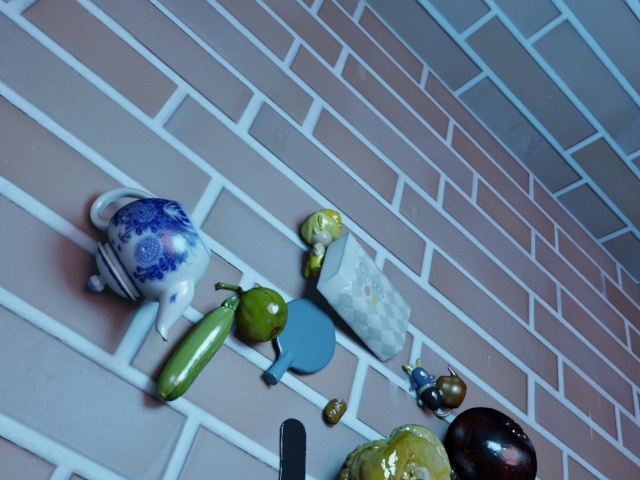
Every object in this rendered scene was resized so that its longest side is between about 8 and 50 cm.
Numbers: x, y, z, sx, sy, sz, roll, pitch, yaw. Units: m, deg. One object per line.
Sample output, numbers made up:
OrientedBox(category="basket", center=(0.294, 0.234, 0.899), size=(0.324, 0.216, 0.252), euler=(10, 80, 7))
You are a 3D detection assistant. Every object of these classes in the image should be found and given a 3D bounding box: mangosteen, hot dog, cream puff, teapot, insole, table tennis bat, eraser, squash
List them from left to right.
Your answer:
OrientedBox(category="teapot", center=(-0.412, 0.038, 1.391), size=(0.280, 0.252, 0.424), euler=(-30, 65, -14))
OrientedBox(category="squash", center=(-0.292, 0.256, 1.460), size=(0.094, 0.094, 0.341), euler=(45, 46, -14))
OrientedBox(category="insole", center=(-0.077, 0.625, 1.508), size=(0.119, 0.009, 0.348), euler=(27, 50, -33))
OrientedBox(category="table tennis bat", center=(-0.061, 0.294, 1.705), size=(0.215, 0.044, 0.329), euler=(53, 39, -7))
OrientedBox(category="hot dog", center=(0.041, 0.484, 1.690), size=(0.058, 0.035, 0.083), euler=(54, 41, -4))
OrientedBox(category="eraser", center=(0.145, 0.181, 1.870), size=(0.397, 0.082, 0.213), euler=(50, 40, -32))
OrientedBox(category="cream puff", center=(0.192, 0.657, 1.580), size=(0.327, 0.231, 0.343), euler=(40, 44, -18))
OrientedBox(category="teapot", center=(0.423, 0.507, 2.008), size=(0.116, 0.116, 0.173), euler=(32, 74, -27))
OrientedBox(category="mangosteen", center=(0.527, 0.685, 1.880), size=(0.297, 0.293, 0.297), euler=(15, 19, -5))

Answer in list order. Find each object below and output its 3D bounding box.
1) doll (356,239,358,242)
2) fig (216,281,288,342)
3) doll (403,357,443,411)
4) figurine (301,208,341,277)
OrientedBox(category="doll", center=(0.126, 0.059, 2.019), size=(0.109, 0.057, 0.169), euler=(-17, 79, -46))
OrientedBox(category="fig", center=(-0.176, 0.190, 1.610), size=(0.147, 0.186, 0.142), euler=(-18, 123, -27))
OrientedBox(category="doll", center=(0.342, 0.478, 1.957), size=(0.102, 0.089, 0.179), euler=(-22, 67, -8))
OrientedBox(category="figurine", center=(0.000, 0.000, 1.887), size=(0.156, 0.131, 0.246), euler=(68, 24, -46))
